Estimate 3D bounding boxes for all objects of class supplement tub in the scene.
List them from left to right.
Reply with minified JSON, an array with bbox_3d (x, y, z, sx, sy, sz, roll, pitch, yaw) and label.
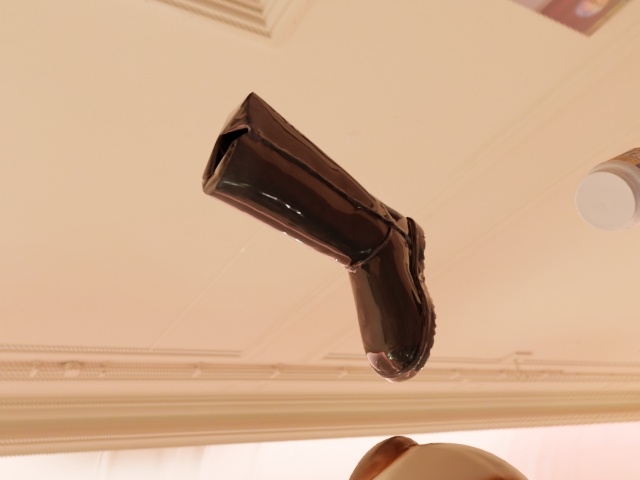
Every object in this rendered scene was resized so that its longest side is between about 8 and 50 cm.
[{"bbox_3d":[0.627,-0.104,1.386,0.199,0.144,0.144,-22,-105,-39],"label":"supplement tub"}]

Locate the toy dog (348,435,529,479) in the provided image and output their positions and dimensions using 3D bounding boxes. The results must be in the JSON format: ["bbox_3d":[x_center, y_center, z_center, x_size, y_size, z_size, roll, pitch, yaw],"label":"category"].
[{"bbox_3d":[0.155,0.373,0.609,0.395,0.284,0.408,-35,-64,-23],"label":"toy dog"}]

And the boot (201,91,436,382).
[{"bbox_3d":[0.000,-0.001,1.155,0.445,0.146,0.367,37,-144,-31],"label":"boot"}]
